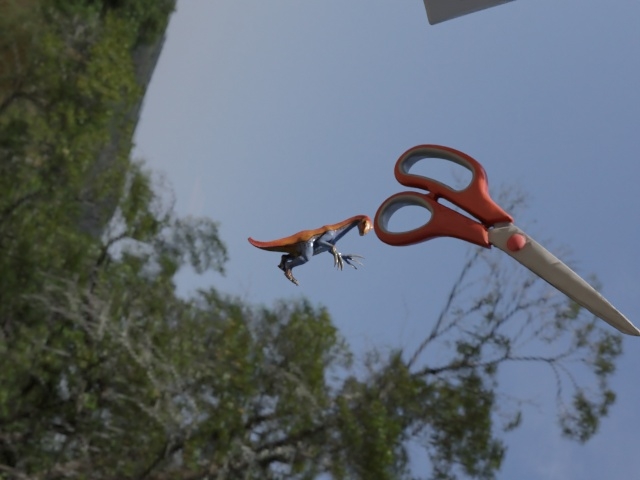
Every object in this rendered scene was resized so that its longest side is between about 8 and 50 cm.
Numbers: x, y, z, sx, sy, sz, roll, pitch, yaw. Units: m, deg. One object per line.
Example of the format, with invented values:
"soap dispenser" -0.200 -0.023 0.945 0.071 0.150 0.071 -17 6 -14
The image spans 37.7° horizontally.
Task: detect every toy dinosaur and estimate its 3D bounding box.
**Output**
"toy dinosaur" 0.000 0.000 0.772 0.082 0.090 0.047 -49 -172 1

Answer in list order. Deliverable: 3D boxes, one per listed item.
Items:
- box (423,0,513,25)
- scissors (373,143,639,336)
"box" 0.271 -0.425 1.117 0.168 0.345 0.215 -71 145 -59
"scissors" 0.159 -0.013 0.794 0.297 0.021 0.109 23 -106 45
